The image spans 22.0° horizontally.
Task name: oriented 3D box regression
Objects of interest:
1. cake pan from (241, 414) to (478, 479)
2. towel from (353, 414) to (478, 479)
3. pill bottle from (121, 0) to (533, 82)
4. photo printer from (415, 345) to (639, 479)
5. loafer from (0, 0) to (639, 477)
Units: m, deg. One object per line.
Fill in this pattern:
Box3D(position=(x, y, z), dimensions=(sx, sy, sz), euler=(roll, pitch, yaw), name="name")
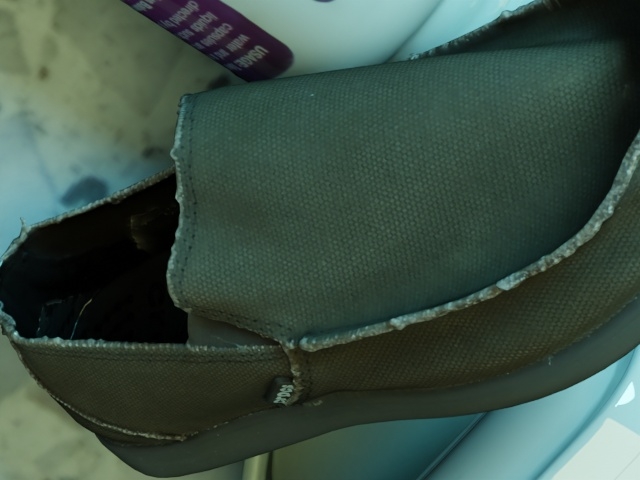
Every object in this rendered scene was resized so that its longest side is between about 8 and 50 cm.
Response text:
Box3D(position=(0.103, 0.112, 0.789), dimensions=(0.293, 0.054, 0.293), euler=(-2, 101, -11), name="cake pan")
Box3D(position=(0.091, 0.071, 0.822), dimensions=(0.144, 0.029, 0.197), euler=(-40, 106, -2), name="towel")
Box3D(position=(-0.029, -0.164, 0.679), dimensions=(0.301, 0.169, 0.169), euler=(32, 91, -17), name="pill bottle")
Box3D(position=(0.120, 0.201, 0.727), dimensions=(0.256, 0.107, 0.307), euler=(43, 91, -16), name="photo printer")
Box3D(position=(0.000, 0.000, 0.628), dimensions=(0.130, 0.366, 0.134), euler=(30, 46, -35), name="loafer")
